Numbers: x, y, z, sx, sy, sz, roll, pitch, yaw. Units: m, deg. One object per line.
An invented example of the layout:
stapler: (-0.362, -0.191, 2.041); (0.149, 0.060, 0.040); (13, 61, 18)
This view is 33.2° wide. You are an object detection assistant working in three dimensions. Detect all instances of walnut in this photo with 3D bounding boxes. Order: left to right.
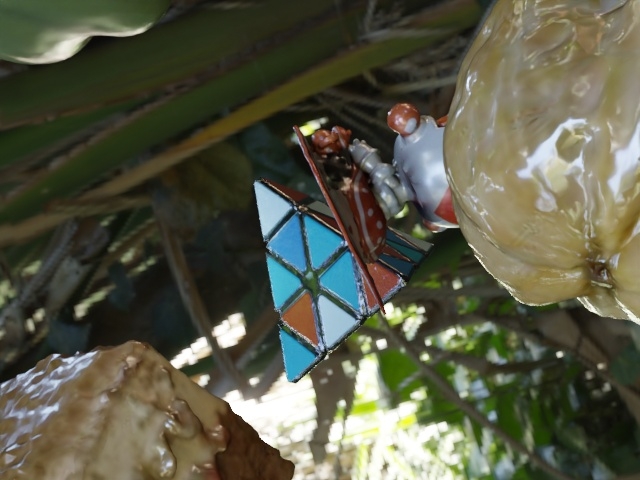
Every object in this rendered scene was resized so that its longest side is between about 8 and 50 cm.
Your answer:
walnut: (0.260, -0.100, 0.829); (0.306, 0.306, 0.344); (84, -151, -63)

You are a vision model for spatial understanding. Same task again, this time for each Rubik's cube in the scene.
Rubik's cube: (0.000, 0.000, 1.371); (0.234, 0.284, 0.250); (47, 168, 2)

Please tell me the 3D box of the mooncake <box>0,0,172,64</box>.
mooncake: (-0.211, -0.187, 0.479); (0.351, 0.351, 0.187); (102, 154, -79)

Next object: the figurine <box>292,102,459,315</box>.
figurine: (0.117, -0.070, 1.098); (0.160, 0.226, 0.183); (-109, -7, -64)

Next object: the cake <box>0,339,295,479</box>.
cake: (-0.145, 0.252, 0.666); (0.290, 0.282, 0.256); (49, -139, -26)
